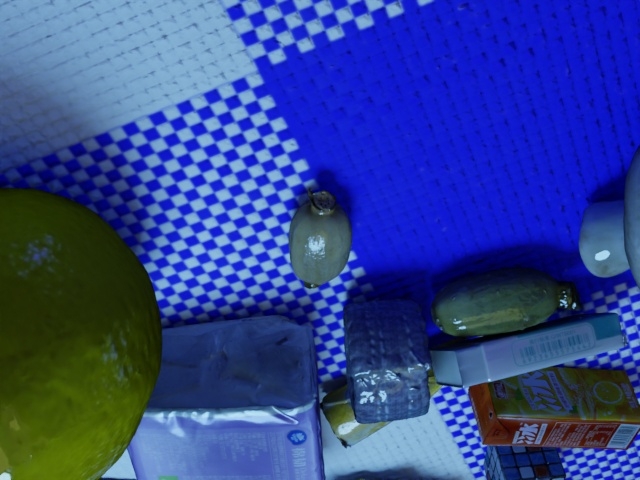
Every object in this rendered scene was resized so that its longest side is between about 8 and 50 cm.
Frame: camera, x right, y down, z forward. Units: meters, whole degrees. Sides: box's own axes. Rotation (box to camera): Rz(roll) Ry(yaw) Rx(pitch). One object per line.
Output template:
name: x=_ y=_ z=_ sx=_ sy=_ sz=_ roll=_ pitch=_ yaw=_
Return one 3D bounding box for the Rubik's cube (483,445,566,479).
Rubik's cube: x=0.300 y=0.341 z=1.487 sx=0.092 sy=0.092 sz=0.092 roll=-4 pitch=134 yaw=-6

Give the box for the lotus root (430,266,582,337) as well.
lotus root: x=0.226 y=0.073 z=1.226 sx=0.182 sy=0.077 sz=0.090 roll=-10 pitch=176 yaw=2

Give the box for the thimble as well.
thimble: x=0.080 y=0.145 z=1.229 sx=0.097 sy=0.150 sz=0.150 roll=-5 pitch=134 yaw=-2

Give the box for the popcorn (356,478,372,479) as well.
popcorn: x=0.066 y=0.475 z=1.507 sx=0.286 sy=0.174 sz=0.225 roll=-49 pitch=120 yaw=-1

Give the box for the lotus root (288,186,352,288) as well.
lotus root: x=0.000 y=0.000 z=1.136 sx=0.073 sy=0.062 sz=0.150 roll=-2 pitch=135 yaw=-7

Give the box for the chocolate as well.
chocolate: x=0.108 y=0.190 z=1.333 sx=0.219 sy=0.086 sz=0.085 roll=-33 pitch=130 yaw=15

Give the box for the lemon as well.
lemon: x=-0.340 y=0.132 z=0.986 sx=0.364 sy=0.364 sz=0.364 roll=-4 pitch=134 yaw=-5

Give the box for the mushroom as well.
mushroom: x=0.390 y=-0.021 z=1.102 sx=0.243 sy=0.244 sz=0.244 roll=-4 pitch=134 yaw=-5

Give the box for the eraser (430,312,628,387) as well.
eraser: x=0.259 y=0.135 z=1.252 sx=0.225 sy=0.052 sz=0.095 roll=-12 pitch=178 yaw=-15

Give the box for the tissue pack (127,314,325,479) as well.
tissue pack: x=-0.115 y=0.261 z=1.299 sx=0.242 sy=0.160 sz=0.338 roll=-2 pitch=132 yaw=1

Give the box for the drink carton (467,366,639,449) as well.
drink carton: x=0.324 y=0.229 z=1.382 sx=0.222 sy=0.096 sz=0.071 roll=4 pitch=133 yaw=-13
